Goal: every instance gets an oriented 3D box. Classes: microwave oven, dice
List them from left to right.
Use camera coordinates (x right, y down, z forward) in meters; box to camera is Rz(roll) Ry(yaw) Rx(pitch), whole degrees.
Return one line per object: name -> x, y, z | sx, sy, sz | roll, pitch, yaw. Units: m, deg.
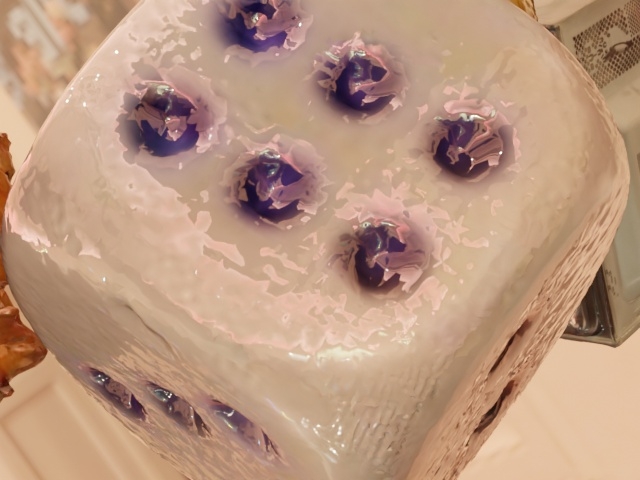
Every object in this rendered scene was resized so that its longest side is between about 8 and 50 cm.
dice -> 0.000, 0.000, 0.782 | 0.194, 0.193, 0.192 | -49, -15, -22
microwave oven -> 0.137, -0.057, 1.176 | 0.162, 0.208, 0.122 | 8, 32, 43

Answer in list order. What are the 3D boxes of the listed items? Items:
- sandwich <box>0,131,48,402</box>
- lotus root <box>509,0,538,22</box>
sandwich -> -0.249, 0.052, 0.993 | 0.162, 0.250, 0.301 | 78, -151, -58
lotus root -> 0.055, -0.126, 0.988 | 0.110, 0.097, 0.258 | -7, 41, -7
